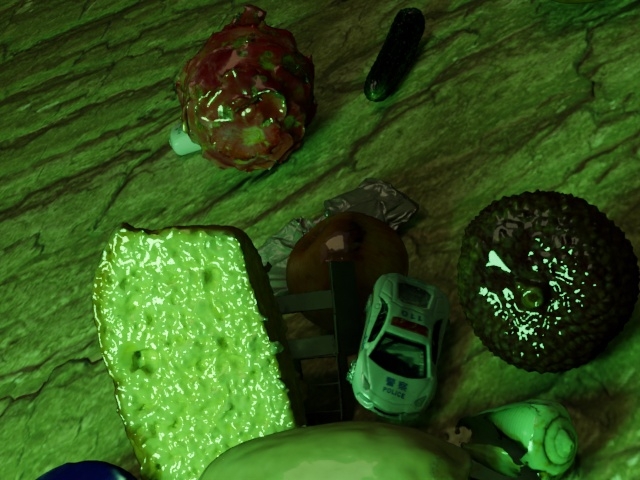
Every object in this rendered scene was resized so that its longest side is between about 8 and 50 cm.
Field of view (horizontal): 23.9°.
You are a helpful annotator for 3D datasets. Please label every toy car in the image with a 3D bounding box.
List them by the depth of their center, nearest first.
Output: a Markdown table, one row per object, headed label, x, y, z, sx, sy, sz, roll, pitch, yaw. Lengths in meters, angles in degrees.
| label | x | y | z | sx | sy | sz | roll | pitch | yaw |
| --- | --- | --- | --- | --- | --- | --- | --- | --- | --- |
| toy car | 0.087 | 0.110 | 1.609 | 0.095 | 0.056 | 0.205 | 19 | 36 | -2 |

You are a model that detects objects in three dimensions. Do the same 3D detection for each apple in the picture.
| label | x | y | z | sx | sy | sz | roll | pitch | yaw |
| --- | --- | --- | --- | --- | --- | --- | --- | --- | --- |
| apple | 0.030 | 0.032 | 1.757 | 0.146 | 0.146 | 0.146 | -21 | 29 | 12 |

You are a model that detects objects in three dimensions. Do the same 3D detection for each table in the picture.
| label | x | y | z | sx | sy | sz | roll | pitch | yaw |
| --- | --- | --- | --- | --- | --- | --- | --- | --- | --- |
| table | -0.029 | 0.118 | 1.677 | 0.146 | 0.175 | 0.062 | -9 | -6 | 31 |

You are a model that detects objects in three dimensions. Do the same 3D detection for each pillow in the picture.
| label | x | y | z | sx | sy | sz | roll | pitch | yaw |
| --- | --- | --- | --- | --- | --- | --- | --- | --- | --- |
| pillow | 0.000 | 0.000 | 1.922 | 0.248 | 0.049 | 0.135 | -35 | 33 | -8 |

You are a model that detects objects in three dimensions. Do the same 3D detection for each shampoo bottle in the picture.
| label | x | y | z | sx | sy | sz | roll | pitch | yaw |
| --- | --- | --- | --- | --- | --- | --- | --- | --- | --- |
| shampoo bottle | -0.192 | -0.168 | 2.373 | 0.099 | 0.043 | 0.072 | -17 | 29 | 21 |

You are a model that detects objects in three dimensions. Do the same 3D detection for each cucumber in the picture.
| label | x | y | z | sx | sy | sz | roll | pitch | yaw |
| --- | --- | --- | --- | --- | --- | --- | --- | --- | --- |
| cucumber | 0.108 | -0.271 | 2.266 | 0.052 | 0.058 | 0.214 | 17 | 44 | 7 |

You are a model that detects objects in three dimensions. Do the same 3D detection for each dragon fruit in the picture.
| label | x | y | z | sx | sy | sz | roll | pitch | yaw |
| --- | --- | --- | --- | --- | --- | --- | --- | --- | --- |
| dragon fruit | -0.106 | -0.223 | 2.207 | 0.205 | 0.210 | 0.268 | -12 | 56 | 13 |

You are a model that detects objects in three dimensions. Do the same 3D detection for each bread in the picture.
| label | x | y | z | sx | sy | sz | roll | pitch | yaw |
| --- | --- | --- | --- | --- | --- | --- | --- | --- | --- |
| bread | -0.115 | 0.128 | 1.576 | 0.194 | 0.340 | 0.179 | -15 | 6 | 9 |

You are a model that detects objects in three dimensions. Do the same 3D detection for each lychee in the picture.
| label | x | y | z | sx | sy | sz | roll | pitch | yaw |
| --- | --- | --- | --- | --- | --- | --- | --- | --- | --- |
| lychee | 0.229 | 0.041 | 1.522 | 0.194 | 0.194 | 0.194 | -21 | 29 | 12 |

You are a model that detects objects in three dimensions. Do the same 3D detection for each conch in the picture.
| label | x | y | z | sx | sy | sz | roll | pitch | yaw |
| --- | --- | --- | --- | --- | --- | --- | --- | --- | --- |
| conch | 0.172 | 0.199 | 1.422 | 0.106 | 0.079 | 0.170 | -39 | 14 | -32 |

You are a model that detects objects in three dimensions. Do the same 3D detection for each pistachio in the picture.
| label | x | y | z | sx | sy | sz | roll | pitch | yaw |
| --- | --- | --- | --- | --- | --- | --- | --- | --- | --- |
| pistachio | 0.006 | 0.246 | 1.388 | 0.293 | 0.162 | 0.181 | -12 | 19 | 27 |

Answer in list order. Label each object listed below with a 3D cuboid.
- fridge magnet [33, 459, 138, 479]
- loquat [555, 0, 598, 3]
| label | x | y | z | sx | sy | sz | roll | pitch | yaw |
| --- | --- | --- | --- | --- | --- | --- | --- | --- | --- |
| fridge magnet | -0.268 | 0.339 | 1.497 | 0.265 | 0.112 | 0.265 | -30 | 34 | 23 |
| loquat | 0.379 | -0.465 | 2.161 | 0.275 | 0.275 | 0.275 | -21 | 29 | 12 |
